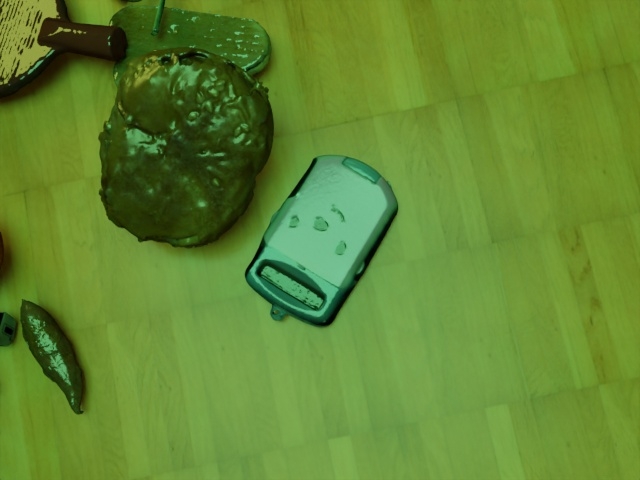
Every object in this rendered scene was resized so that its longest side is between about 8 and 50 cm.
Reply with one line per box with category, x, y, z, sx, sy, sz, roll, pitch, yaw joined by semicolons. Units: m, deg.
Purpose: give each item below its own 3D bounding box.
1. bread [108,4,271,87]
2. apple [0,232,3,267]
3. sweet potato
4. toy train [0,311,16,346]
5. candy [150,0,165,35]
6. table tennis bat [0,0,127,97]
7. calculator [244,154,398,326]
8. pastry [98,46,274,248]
bread;-0.232;-0.293;1.169;0.286;0.056;0.207;13;81;9
apple;-0.586;0.015;1.093;0.163;0.163;0.139;-2;64;3
sweet potato;-0.426;0.184;1.107;0.068;0.060;0.206;-37;80;35
toy train;-0.625;0.137;1.131;0.252;0.048;0.055;4;71;10
candy;-0.252;-0.459;1.172;0.077;0.073;0.262;14;69;-17
table tennis bat;-0.523;-0.359;1.178;0.414;0.051;0.268;11;80;14
calculator;0.000;0.000;1.111;0.173;0.051;0.293;31;84;6
pastry;-0.208;-0.145;1.072;0.255;0.162;0.311;28;107;-8
